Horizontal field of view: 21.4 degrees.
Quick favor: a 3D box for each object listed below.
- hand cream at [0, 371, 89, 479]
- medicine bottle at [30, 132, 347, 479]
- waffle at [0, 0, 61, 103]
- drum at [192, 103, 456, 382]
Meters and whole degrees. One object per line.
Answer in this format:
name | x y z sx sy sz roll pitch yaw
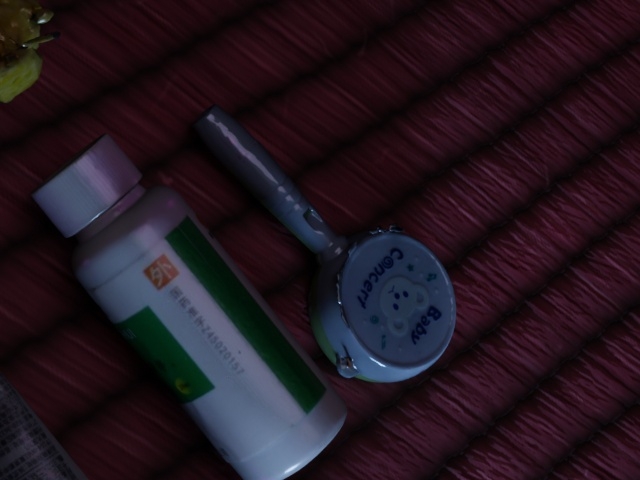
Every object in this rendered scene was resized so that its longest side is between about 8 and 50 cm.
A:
hand cream | -0.208 0.144 1.040 0.124 0.078 0.341 -33 84 -41
medicine bottle | -0.091 0.047 1.164 0.095 0.095 0.260 -44 103 -34
waffle | -0.299 -0.150 1.049 0.280 0.060 0.262 18 41 -29
drum | 0.014 -0.010 1.275 0.130 0.049 0.253 -34 96 -35
